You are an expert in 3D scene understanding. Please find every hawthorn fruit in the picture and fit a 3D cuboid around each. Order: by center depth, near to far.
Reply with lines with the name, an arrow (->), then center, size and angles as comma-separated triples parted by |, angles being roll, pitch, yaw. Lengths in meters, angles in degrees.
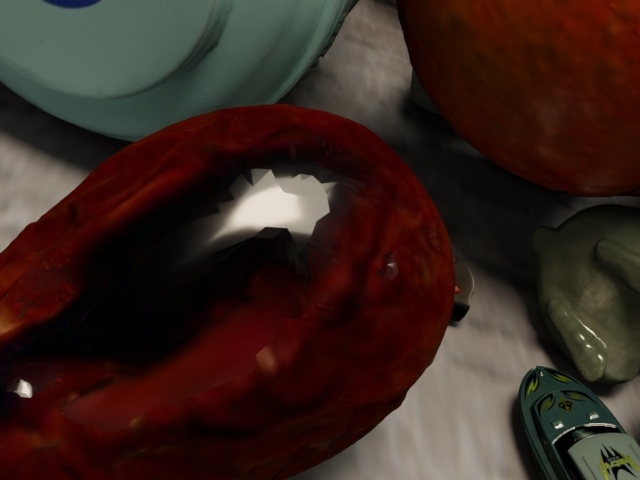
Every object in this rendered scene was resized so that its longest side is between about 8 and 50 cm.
hawthorn fruit -> 0.198, -0.138, 0.526 | 0.287, 0.287, 0.330 | -3, 58, -33

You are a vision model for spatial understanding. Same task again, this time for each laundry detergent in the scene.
laundry detergent -> -0.091, -0.232, 0.557 | 0.287, 0.287, 0.305 | 27, 36, 0

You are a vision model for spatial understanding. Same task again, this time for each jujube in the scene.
jujube -> -0.054, 0.036, 0.377 | 0.236, 0.168, 0.168 | -26, 59, -26

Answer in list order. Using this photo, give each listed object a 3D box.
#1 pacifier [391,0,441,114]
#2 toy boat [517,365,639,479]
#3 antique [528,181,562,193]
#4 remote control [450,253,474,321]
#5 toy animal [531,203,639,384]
pacifier -> 0.150, -0.253, 0.781 | 0.332, 0.221, 0.273 | 14, 34, 20
toy boat -> 0.147, 0.123, 0.469 | 0.055, 0.060, 0.141 | -12, 41, -8
antique -> 0.205, -0.088, 0.714 | 0.104, 0.104, 0.104 | 16, 38, -13
remote control -> 0.000, 0.000, 0.550 | 0.212, 0.028, 0.059 | 20, 34, -9
toy animal -> 0.256, 0.031, 0.597 | 0.236, 0.108, 0.138 | -6, 46, -36
